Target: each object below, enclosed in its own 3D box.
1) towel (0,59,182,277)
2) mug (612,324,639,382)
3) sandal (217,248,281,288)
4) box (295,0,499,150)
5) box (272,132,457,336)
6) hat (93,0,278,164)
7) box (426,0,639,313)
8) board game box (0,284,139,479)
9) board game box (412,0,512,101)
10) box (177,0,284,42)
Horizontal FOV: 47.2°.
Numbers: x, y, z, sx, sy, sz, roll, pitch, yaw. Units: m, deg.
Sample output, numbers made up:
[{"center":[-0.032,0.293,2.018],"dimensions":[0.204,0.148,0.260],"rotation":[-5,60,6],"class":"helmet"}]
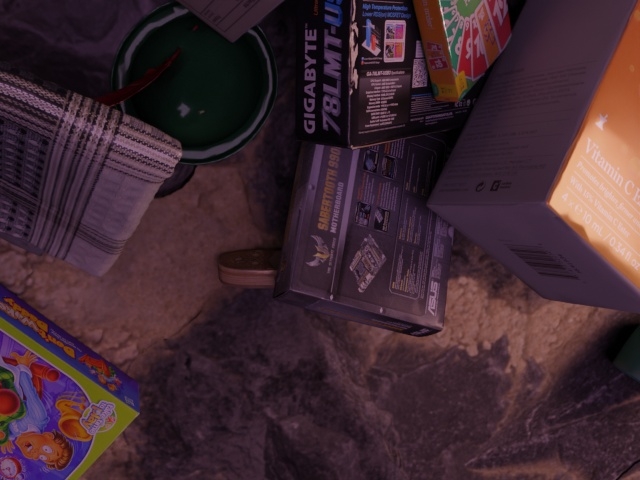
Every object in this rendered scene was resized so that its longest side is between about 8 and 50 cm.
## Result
[{"center":[-0.309,-0.069,0.641],"dimensions":[0.312,0.324,0.056],"rotation":[23,64,-20],"class":"towel"},{"center":[0.483,0.165,1.011],"dimensions":[0.129,0.158,0.097],"rotation":[34,94,3],"class":"mug"},{"center":[0.001,0.003,0.845],"dimensions":[0.239,0.088,0.079],"rotation":[-3,114,-8],"class":"sandal"},{"center":[0.093,-0.253,0.717],"dimensions":[0.295,0.073,0.294],"rotation":[-19,115,-49],"class":"box"},{"center":[0.058,-0.026,0.810],"dimensions":[0.182,0.056,0.231],"rotation":[15,71,-19],"class":"box"},{"center":[-0.125,-0.139,0.715],"dimensions":[0.208,0.183,0.173],"rotation":[-42,110,1],"class":"hat"},{"center":[0.302,-0.128,0.776],"dimensions":[0.215,0.168,0.346],"rotation":[34,76,-27],"class":"box"},{"center":[-0.406,0.235,0.815],"dimensions":[0.233,0.078,0.347],"rotation":[42,93,-22],"class":"board game box"},{"center":[0.118,-0.269,0.663],"dimensions":[0.124,0.039,0.260],"rotation":[-49,132,-32],"class":"board game box"},{"center":[-0.150,-0.334,0.655],"dimensions":[0.311,0.148,0.121],"rotation":[35,71,-23],"class":"box"}]
